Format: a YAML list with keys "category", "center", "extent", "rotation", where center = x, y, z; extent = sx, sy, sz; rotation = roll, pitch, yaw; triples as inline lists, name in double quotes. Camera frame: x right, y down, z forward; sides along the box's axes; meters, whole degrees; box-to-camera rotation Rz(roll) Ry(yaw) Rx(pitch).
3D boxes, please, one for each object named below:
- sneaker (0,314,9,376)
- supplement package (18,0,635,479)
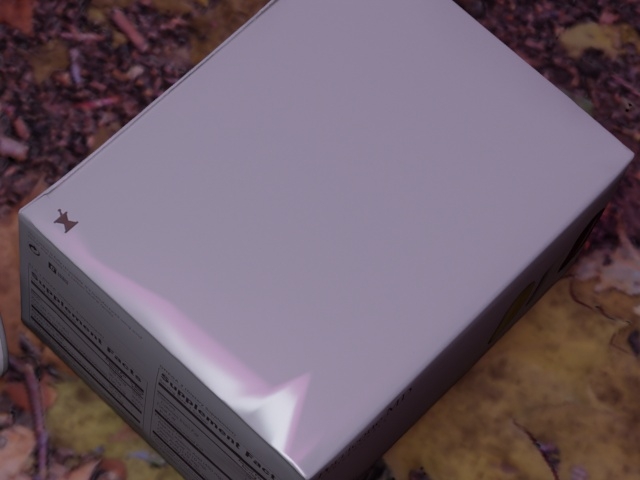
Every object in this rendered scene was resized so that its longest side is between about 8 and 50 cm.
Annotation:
- category: "sneaker"
  center: [-0.279, -0.012, 1.069]
  extent: [0.163, 0.086, 0.226]
  rotation: [-14, 68, -17]
- category: "supplement package"
  center: [0.000, 0.000, 1.068]
  extent: [0.204, 0.145, 0.262]
  rotation: [42, 67, 13]
